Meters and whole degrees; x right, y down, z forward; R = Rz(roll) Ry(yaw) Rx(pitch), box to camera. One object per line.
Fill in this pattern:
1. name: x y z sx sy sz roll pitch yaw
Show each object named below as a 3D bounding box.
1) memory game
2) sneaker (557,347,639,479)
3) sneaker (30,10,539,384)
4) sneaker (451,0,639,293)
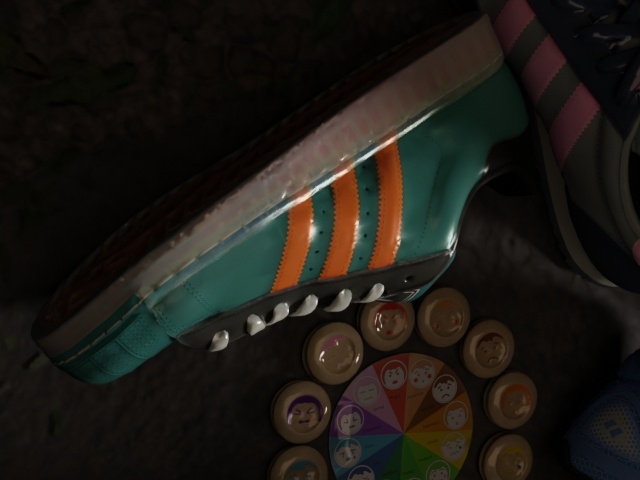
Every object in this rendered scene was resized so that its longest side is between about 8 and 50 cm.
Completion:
1. memory game: 0.053 0.117 0.761 0.186 0.012 0.186 -3 97 -25
2. sneaker: 0.270 0.219 0.781 0.147 0.130 0.330 -40 77 10
3. sneaker: 0.000 0.000 0.669 0.302 0.108 0.121 -35 105 -20
4. sneaker: 0.166 -0.110 0.724 0.112 0.131 0.319 -35 109 -17
